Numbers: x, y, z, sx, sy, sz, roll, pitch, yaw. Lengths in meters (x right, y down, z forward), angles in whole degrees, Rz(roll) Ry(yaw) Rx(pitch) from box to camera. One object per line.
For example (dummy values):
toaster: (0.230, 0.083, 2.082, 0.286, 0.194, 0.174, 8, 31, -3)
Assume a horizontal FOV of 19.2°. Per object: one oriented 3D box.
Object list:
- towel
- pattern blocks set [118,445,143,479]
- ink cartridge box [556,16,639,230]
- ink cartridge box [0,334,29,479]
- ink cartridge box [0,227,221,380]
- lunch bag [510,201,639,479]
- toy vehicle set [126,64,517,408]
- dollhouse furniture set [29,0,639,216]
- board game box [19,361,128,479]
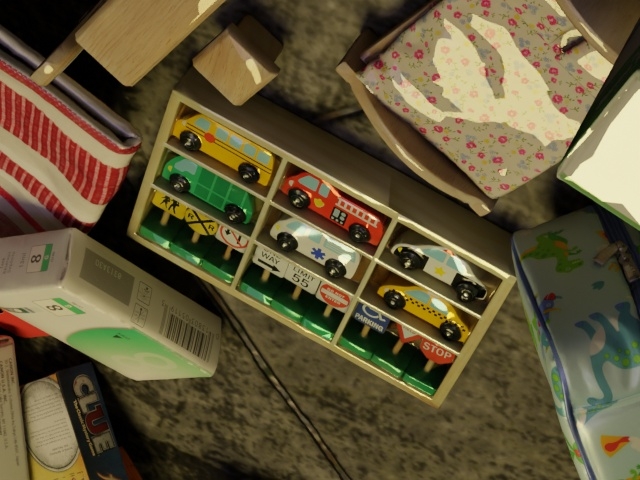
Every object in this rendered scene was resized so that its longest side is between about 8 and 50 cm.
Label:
towel: (-0.255, -0.082, 1.339, 0.237, 0.037, 0.329, 36, 158, -5)
pattern blocks set: (-0.185, 0.322, 1.643, 0.325, 0.026, 0.285, 27, 110, 45)
ink cartridge box: (0.236, -0.079, 0.978, 0.154, 0.212, 0.093, 33, 136, 1)
ink cartridge box: (-0.346, 0.208, 1.649, 0.239, 0.060, 0.275, 6, 105, 45)
ink cartridge box: (-0.216, 0.058, 1.461, 0.224, 0.056, 0.181, -9, 151, 35)
lunch bag: (0.193, 0.094, 1.206, 0.090, 0.176, 0.219, -20, 120, 6)
toy vehicle set: (0.000, 0.000, 1.335, 0.266, 0.035, 0.166, 29, 139, 5)
dollhouse furniture set: (0.040, -0.069, 1.140, 0.355, 0.174, 0.303, 43, 138, -12)
board game box: (-0.261, 0.213, 1.643, 0.243, 0.042, 0.165, -20, 86, 43)
